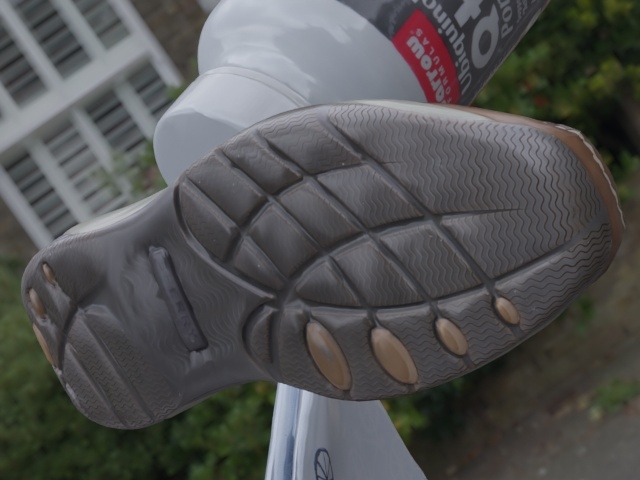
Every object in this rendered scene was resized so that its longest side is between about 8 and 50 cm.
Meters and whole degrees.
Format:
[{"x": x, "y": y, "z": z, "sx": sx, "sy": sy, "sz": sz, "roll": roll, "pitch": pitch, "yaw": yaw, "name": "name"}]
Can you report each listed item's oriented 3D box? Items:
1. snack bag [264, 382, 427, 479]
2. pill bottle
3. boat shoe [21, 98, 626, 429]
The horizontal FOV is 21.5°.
[{"x": 0.048, "y": 0.244, "z": 0.902, "sx": 0.037, "sy": 0.342, "sz": 0.323, "roll": -17, "pitch": 35, "yaw": 16, "name": "snack bag"}, {"x": 0.028, "y": -0.138, "z": 1.153, "sx": 0.318, "sy": 0.176, "sz": 0.176, "roll": -52, "pitch": 13, "yaw": -32, "name": "pill bottle"}, {"x": 0.000, "y": 0.000, "z": 0.725, "sx": 0.324, "sy": 0.123, "sz": 0.116, "roll": -11, "pitch": 11, "yaw": 46, "name": "boat shoe"}]
